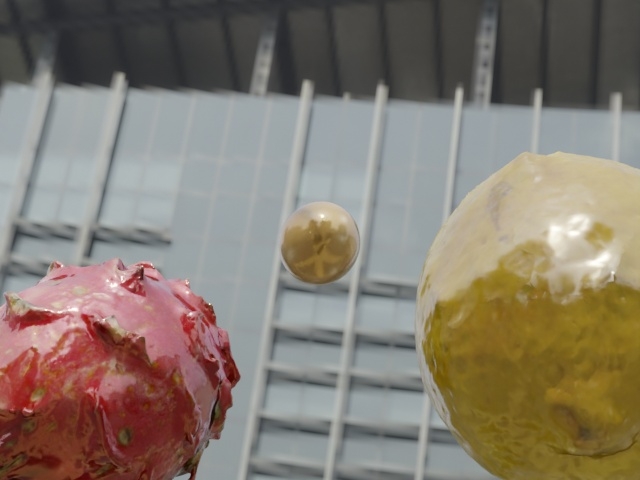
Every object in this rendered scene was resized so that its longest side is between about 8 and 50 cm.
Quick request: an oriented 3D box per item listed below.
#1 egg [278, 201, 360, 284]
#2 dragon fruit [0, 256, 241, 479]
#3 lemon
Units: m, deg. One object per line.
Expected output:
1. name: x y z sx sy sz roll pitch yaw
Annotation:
1. egg: 0.000 0.000 1.888 0.080 0.080 0.096 11 -30 -3
2. dragon fruit: -0.191 0.124 1.527 0.205 0.268 0.210 46 -32 16
3. lemon: 0.178 0.060 1.357 0.233 0.288 0.233 -1 -63 -1
